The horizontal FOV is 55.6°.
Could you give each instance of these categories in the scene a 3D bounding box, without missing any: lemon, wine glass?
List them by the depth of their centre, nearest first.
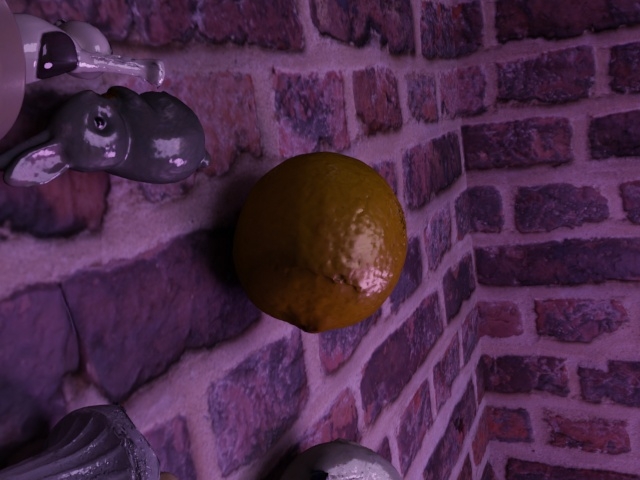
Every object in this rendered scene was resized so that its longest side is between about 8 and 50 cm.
[{"bbox_3d":[-0.264,0.234,0.538,0.197,0.165,0.164,18,73,-57],"label":"wine glass"},{"bbox_3d":[0.000,0.001,0.936,0.293,0.293,0.292,6,83,-62],"label":"lemon"}]

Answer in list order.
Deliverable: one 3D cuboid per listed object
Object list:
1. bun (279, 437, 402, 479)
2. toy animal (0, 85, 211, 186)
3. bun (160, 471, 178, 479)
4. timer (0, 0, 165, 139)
[{"bbox_3d":[0.014,0.494,1.030,0.293,0.187,0.292,14,67,-34],"label":"bun"},{"bbox_3d":[-0.227,-0.112,0.663,0.108,0.138,0.236,-63,164,20],"label":"toy animal"},{"bbox_3d":[-0.199,0.337,0.760,0.086,0.055,0.086,4,85,-63],"label":"bun"},{"bbox_3d":[-0.275,-0.165,0.537,0.266,0.175,0.175,-39,123,-63],"label":"timer"}]
